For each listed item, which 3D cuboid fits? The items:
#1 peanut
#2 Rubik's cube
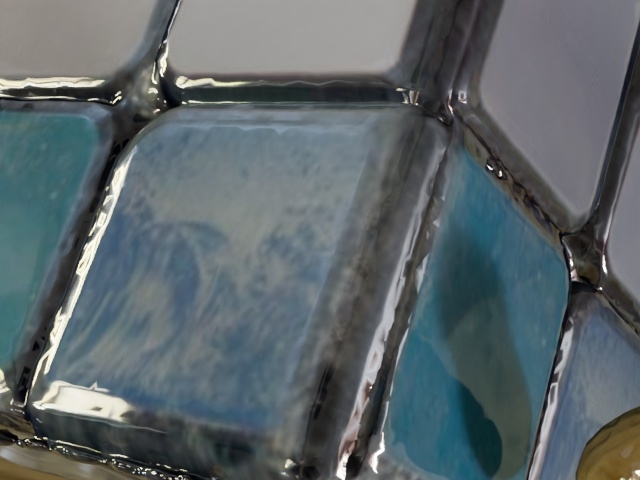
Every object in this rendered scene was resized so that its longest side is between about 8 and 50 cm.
[{"bbox_3d":[0.156,0.082,0.532,0.054,0.113,0.054,48,-155,-31],"label":"peanut"},{"bbox_3d":[0.000,0.000,0.684,0.316,0.318,0.313,7,159,37],"label":"Rubik's cube"}]
